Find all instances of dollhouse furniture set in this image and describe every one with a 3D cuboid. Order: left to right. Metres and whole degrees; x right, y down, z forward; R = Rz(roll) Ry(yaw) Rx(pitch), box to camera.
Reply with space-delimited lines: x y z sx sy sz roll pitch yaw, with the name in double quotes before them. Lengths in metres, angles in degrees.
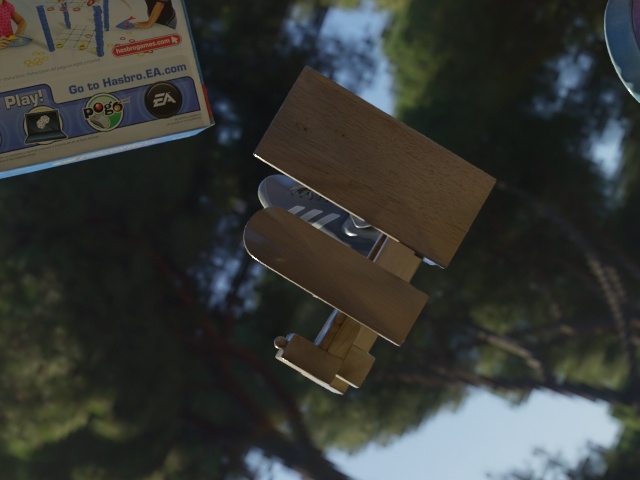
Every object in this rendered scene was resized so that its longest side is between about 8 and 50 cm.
"dollhouse furniture set" 0.000 0.000 1.049 0.144 0.123 0.151 -60 5 -5

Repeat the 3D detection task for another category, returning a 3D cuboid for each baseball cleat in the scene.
"baseball cleat" 0.019 -0.037 1.803 0.072 0.206 0.109 -21 -47 -41

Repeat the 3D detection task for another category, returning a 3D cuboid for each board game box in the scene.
"board game box" -0.283 -0.213 1.616 0.086 0.308 0.302 169 88 -76

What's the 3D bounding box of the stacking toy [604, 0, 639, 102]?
"stacking toy" 0.326 -0.263 1.618 0.279 0.309 0.130 -15 -8 -42
